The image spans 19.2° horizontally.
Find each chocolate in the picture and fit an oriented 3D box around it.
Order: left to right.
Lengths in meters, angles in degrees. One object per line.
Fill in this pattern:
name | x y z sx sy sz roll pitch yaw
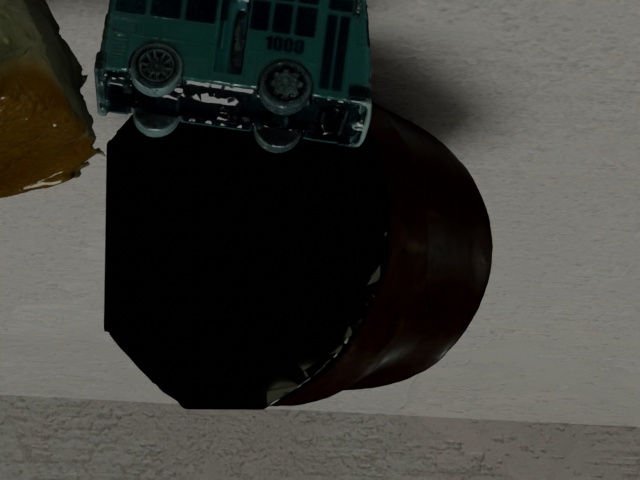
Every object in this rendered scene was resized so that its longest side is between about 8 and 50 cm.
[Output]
chocolate | 0.000 0.000 2.053 0.383 0.384 0.331 -10 172 29

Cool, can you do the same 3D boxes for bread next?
bread | -0.365 -0.154 1.718 0.279 0.225 0.250 -16 162 6

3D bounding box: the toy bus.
toy bus | -0.076 -0.174 1.778 0.256 0.147 0.128 7 162 -3
